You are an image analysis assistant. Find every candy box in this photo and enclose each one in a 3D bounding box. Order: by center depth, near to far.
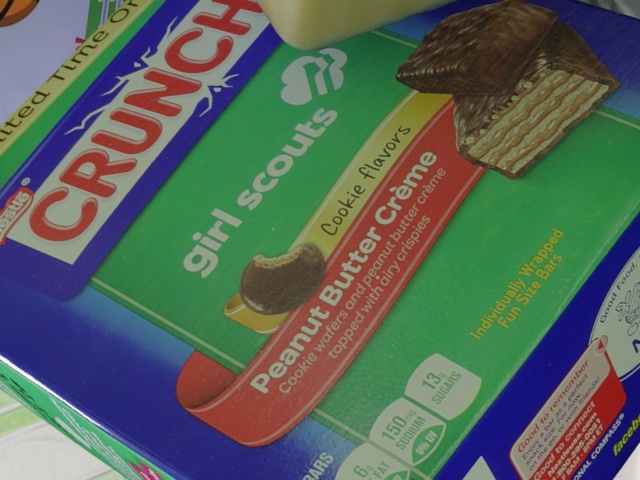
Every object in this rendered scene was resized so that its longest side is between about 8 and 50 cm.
[{"bbox_3d":[0.000,0.000,0.727,0.317,0.268,0.122,25,157,40],"label":"candy box"}]

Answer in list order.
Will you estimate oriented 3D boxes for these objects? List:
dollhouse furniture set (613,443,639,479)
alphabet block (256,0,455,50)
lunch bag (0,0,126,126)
[{"bbox_3d":[0.149,0.184,0.801,0.301,0.151,0.198,-52,42,38],"label":"dollhouse furniture set"},{"bbox_3d":[0.033,-0.229,0.657,0.193,0.192,0.197,57,159,27],"label":"alphabet block"},{"bbox_3d":[-0.196,-0.252,0.987,0.328,0.385,0.239,29,-175,32],"label":"lunch bag"}]
